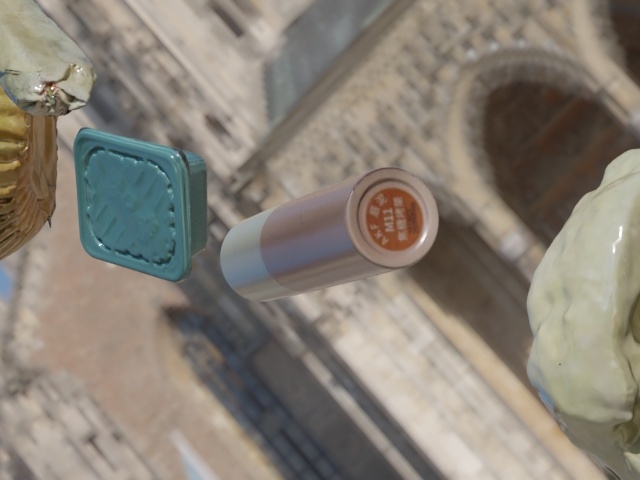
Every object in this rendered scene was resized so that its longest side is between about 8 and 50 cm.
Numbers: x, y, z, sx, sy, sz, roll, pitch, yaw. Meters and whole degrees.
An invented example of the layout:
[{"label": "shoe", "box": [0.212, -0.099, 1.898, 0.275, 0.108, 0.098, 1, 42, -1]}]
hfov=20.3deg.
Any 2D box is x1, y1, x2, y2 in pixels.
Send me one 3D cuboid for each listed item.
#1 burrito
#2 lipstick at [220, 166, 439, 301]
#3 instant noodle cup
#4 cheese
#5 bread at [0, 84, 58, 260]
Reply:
[{"label": "burrito", "box": [-0.199, -0.130, 1.160, 0.058, 0.188, 0.045, -35, -41, -11]}, {"label": "lipstick", "box": [0.000, 0.000, 1.297, 0.070, 0.070, 0.254, -36, 7, -22]}, {"label": "instant noodle cup", "box": [-0.195, -0.046, 2.016, 0.070, 0.179, 0.157, -22, -61, -47]}, {"label": "cheese", "box": [0.317, 0.081, 1.458, 0.318, 0.326, 0.115, -41, 11, -30]}, {"label": "bread", "box": [-0.313, -0.073, 1.571, 0.139, 0.240, 0.240, 1, -19, 0]}]
